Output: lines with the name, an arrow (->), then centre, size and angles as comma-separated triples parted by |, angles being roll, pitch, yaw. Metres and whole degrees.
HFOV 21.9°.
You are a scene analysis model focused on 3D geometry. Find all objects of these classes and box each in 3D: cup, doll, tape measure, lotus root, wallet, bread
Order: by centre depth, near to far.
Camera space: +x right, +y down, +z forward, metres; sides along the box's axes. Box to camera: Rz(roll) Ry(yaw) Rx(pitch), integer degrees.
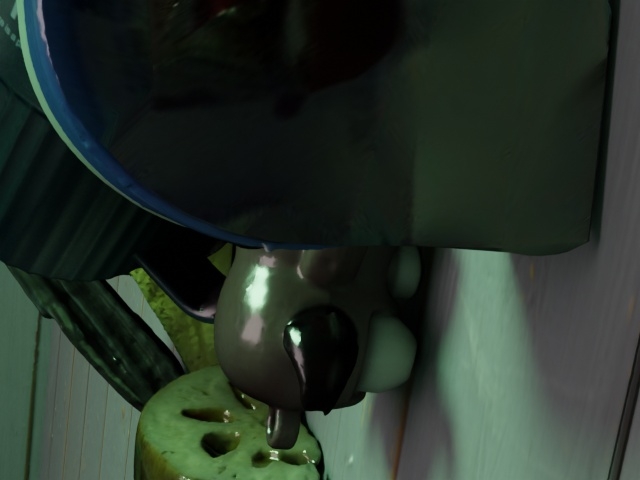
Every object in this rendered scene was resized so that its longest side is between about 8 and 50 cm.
tape measure -> -0.011, -0.119, 0.774 | 0.138, 0.262, 0.259 | -150, 55, -82
doll -> -0.002, -0.002, 1.004 | 0.182, 0.117, 0.257 | 170, 103, -77
cup -> -0.127, -0.125, 1.212 | 0.292, 0.308, 0.242 | -53, 16, 41
lotus root -> -0.072, 0.191, 1.257 | 0.235, 0.138, 0.119 | -126, 31, -60
wallet -> -0.215, 0.078, 1.615 | 0.228, 0.062, 0.406 | 47, 173, -1
bread -> -0.114, 0.000, 1.620 | 0.264, 0.163, 0.167 | 61, 175, -20

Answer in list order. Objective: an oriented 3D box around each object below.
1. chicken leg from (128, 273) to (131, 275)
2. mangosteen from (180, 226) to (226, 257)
chicken leg -> -0.203, -0.012, 1.772 | 0.196, 0.080, 0.125 | -76, -33, -52
mangosteen -> -0.117, -0.051, 1.441 | 0.152, 0.152, 0.152 | -177, 90, -76
